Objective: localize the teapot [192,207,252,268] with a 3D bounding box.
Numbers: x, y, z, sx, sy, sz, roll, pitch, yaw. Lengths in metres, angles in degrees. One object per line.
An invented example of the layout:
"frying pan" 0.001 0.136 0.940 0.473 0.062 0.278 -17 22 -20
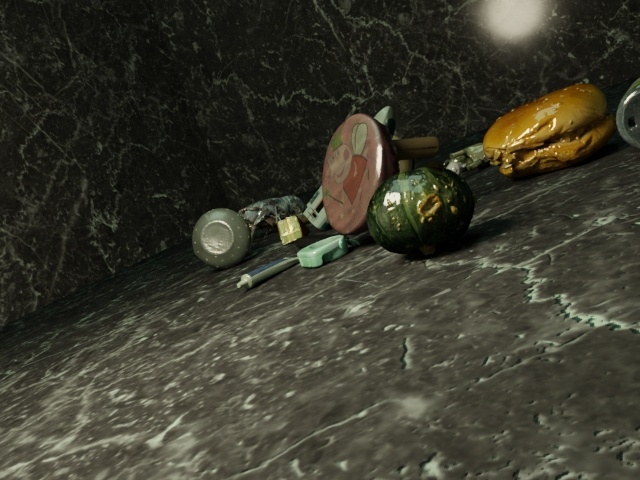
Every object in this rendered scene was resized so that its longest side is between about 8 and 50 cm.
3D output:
"teapot" -0.289 -0.005 1.955 0.183 0.184 0.251 -20 -3 6

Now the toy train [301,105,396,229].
"toy train" 0.103 -0.205 1.819 0.086 0.088 0.407 4 -50 -53

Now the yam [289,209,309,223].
"yam" 0.001 -0.118 2.317 0.274 0.061 0.061 -27 10 -28

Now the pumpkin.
"pumpkin" 0.174 -0.049 1.086 0.190 0.146 0.190 -26 -21 -11

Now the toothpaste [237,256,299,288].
"toothpaste" -0.124 0.072 1.450 0.057 0.035 0.197 -3 15 39

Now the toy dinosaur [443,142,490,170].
"toy dinosaur" 0.491 -0.269 2.006 0.162 0.077 0.294 -22 7 -12

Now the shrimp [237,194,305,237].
"shrimp" -0.207 -0.085 2.350 0.372 0.137 0.172 -25 13 -30

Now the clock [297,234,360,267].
"clock" 0.021 0.020 1.403 0.135 0.041 0.101 -23 8 -22

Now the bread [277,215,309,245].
"bread" -0.077 -0.012 1.975 0.074 0.084 0.139 -20 -23 10

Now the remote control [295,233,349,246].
"remote control" 0.000 0.000 1.657 0.063 0.025 0.245 -20 7 -23

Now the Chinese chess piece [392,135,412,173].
"Chinese chess piece" 0.165 -0.214 1.956 0.273 0.102 0.273 -37 31 27

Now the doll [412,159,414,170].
"doll" 0.214 -0.260 2.300 0.321 0.186 0.198 -33 -12 1

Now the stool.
"stool" 0.133 -0.141 1.412 0.178 0.272 0.272 4 -4 -26

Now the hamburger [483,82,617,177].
"hamburger" 0.535 -0.253 1.479 0.289 0.170 0.314 -22 6 41

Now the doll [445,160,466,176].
"doll" 0.336 -0.174 1.859 0.227 0.057 0.114 -29 1 6

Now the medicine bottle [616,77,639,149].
"medicine bottle" 0.700 -0.276 1.289 0.141 0.142 0.293 -15 9 34

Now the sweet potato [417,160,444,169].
"sweet potato" 0.348 -0.217 2.042 0.077 0.077 0.243 -16 8 33
